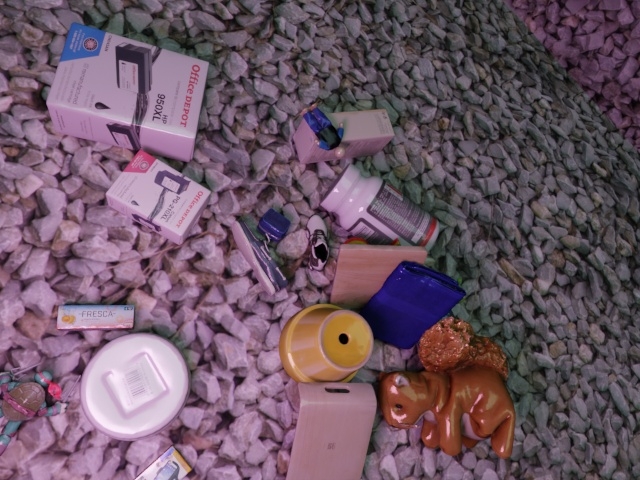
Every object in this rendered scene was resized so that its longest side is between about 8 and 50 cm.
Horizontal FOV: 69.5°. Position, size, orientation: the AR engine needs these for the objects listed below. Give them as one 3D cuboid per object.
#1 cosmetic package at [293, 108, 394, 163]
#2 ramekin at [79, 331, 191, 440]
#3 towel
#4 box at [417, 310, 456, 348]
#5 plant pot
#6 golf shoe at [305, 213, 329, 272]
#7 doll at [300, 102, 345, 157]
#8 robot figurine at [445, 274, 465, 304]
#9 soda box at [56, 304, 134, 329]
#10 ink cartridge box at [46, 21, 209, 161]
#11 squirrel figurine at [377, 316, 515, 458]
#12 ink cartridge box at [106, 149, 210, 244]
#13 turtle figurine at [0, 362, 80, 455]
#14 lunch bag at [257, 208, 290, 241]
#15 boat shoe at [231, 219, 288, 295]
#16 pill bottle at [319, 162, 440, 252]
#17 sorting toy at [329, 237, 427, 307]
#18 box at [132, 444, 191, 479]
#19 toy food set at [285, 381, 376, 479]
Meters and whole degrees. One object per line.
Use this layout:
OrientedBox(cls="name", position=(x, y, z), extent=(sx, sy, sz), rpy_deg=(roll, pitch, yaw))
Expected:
OrientedBox(cls="cosmetic package", position=(0.080, -0.362, 1.607), extent=(0.309, 0.160, 0.113), rpy_deg=(-10, 77, -24))
OrientedBox(cls="ramekin", position=(-0.467, 0.367, 1.176), extent=(0.277, 0.135, 0.277), rpy_deg=(6, 71, -19))
OrientedBox(cls="towel", position=(0.267, 0.201, 1.429), extent=(0.228, 0.308, 0.076), rpy_deg=(25, 36, -10))
OrientedBox(cls="box", position=(0.364, 0.241, 1.579), extent=(0.159, 0.044, 0.233), rpy_deg=(-20, 81, -25))
OrientedBox(cls="plant pot", position=(0.030, 0.296, 1.329), extent=(0.254, 0.239, 0.254), rpy_deg=(7, 70, -18))
OrientedBox(cls="golf shoe", position=(0.000, 0.000, 1.495), extent=(0.077, 0.094, 0.198), rpy_deg=(2, 71, -19))
OrientedBox(cls="doll", position=(0.021, -0.345, 1.465), extent=(0.129, 0.046, 0.189), rpy_deg=(-33, 87, -25))
OrientedBox(cls="robot figurine", position=(0.464, 0.175, 1.625), extent=(0.115, 0.067, 0.101), rpy_deg=(47, 44, -1))
OrientedBox(cls="soda box", position=(-0.592, 0.206, 1.224), extent=(0.183, 0.058, 0.063), rpy_deg=(3, 72, -20))
OrientedBox(cls="ink cartridge box", position=(-0.556, -0.434, 1.385), extent=(0.395, 0.166, 0.285), rpy_deg=(11, 70, -18))
OrientedBox(cls="squirrel figurine", position=(0.368, 0.432, 1.407), extent=(0.370, 0.281, 0.397), rpy_deg=(14, 79, 0))
OrientedBox(cls="ink cartridge box", position=(-0.468, -0.123, 1.354), extent=(0.237, 0.100, 0.172), rpy_deg=(31, 66, -9))
OrientedBox(cls="turtle figurine", position=(-0.710, 0.381, 1.097), extent=(0.175, 0.118, 0.234), rpy_deg=(43, 69, -3))
OrientedBox(cls="lunch bag", position=(-0.146, -0.044, 1.470), extent=(0.098, 0.065, 0.067), rpy_deg=(37, 49, -5))
OrientedBox(cls="boat shoe", position=(-0.183, 0.042, 1.410), extent=(0.079, 0.095, 0.254), rpy_deg=(-30, 87, -24))
OrientedBox(cls="pill bottle", position=(0.194, -0.083, 1.528), extent=(0.363, 0.210, 0.210), rpy_deg=(36, 64, -7))
OrientedBox(cls="sorting toy", position=(0.168, 0.094, 1.432), extent=(0.257, 0.255, 0.089), rpy_deg=(2, 42, -7))
OrientedBox(cls="box", position=(-0.410, 0.605, 1.179), extent=(0.136, 0.028, 0.081), rpy_deg=(-39, 90, -28))
OrientedBox(cls="toy food set", position=(0.017, 0.542, 1.280), extent=(0.220, 0.092, 0.306), rpy_deg=(7, 100, -19))
